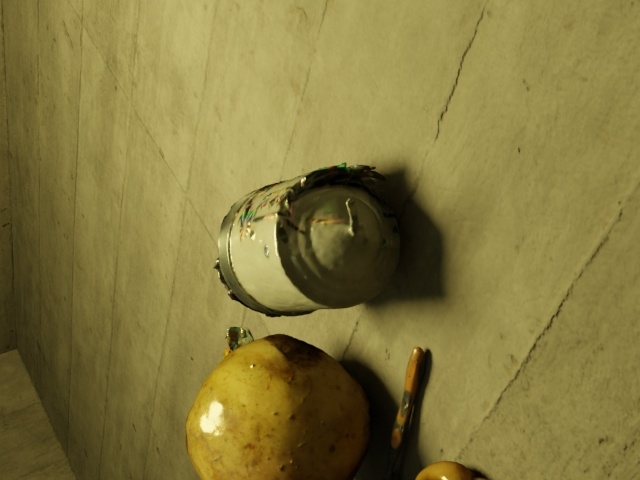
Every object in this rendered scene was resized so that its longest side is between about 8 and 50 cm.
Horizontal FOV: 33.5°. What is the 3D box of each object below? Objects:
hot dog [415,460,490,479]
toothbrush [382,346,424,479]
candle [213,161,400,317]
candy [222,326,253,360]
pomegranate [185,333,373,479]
[{"bbox_3d":[0.175,0.324,1.371,0.089,0.060,0.140,61,159,11],"label":"hot dog"},{"bbox_3d":[0.112,0.262,1.476,0.023,0.031,0.321,24,134,19],"label":"toothbrush"},{"bbox_3d":[0.000,0.000,1.347,0.330,0.187,0.187,-13,95,63],"label":"candle"},{"bbox_3d":[-0.154,0.228,1.937,0.046,0.053,0.182,48,143,37],"label":"candy"},{"bbox_3d":[-0.061,0.277,1.547,0.281,0.281,0.281,41,141,46],"label":"pomegranate"}]
